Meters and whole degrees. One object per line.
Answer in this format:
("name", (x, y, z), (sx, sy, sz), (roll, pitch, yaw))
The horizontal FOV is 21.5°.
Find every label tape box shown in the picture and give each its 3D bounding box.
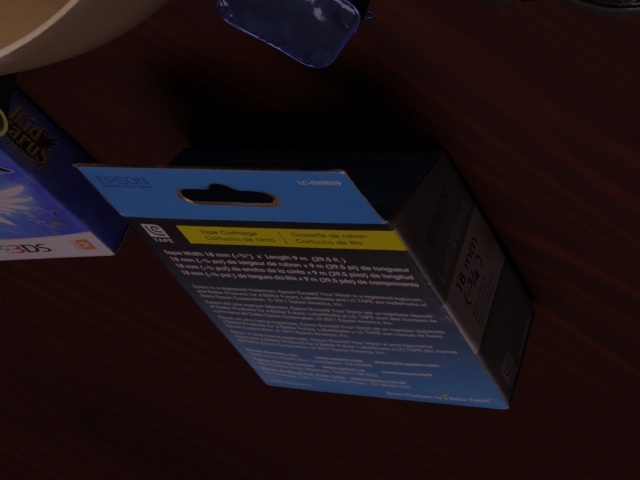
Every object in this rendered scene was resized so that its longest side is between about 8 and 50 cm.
("label tape box", (0.000, 0.000, 1.321), (0.240, 0.106, 0.334), (3, 147, 30))

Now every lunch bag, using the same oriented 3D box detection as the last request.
("lunch bag", (-0.010, -0.163, 1.075), (0.098, 0.065, 0.067), (28, 137, -13))

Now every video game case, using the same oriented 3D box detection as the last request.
("video game case", (-0.333, -0.077, 1.460), (0.244, 0.061, 0.269), (-4, 144, 37))

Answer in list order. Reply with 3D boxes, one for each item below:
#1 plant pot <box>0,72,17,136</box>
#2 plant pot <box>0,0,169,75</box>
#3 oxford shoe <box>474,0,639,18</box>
("plant pot", (-0.261, -0.133, 1.285), (0.083, 0.079, 0.083), (17, 153, 9))
("plant pot", (-0.149, -0.219, 0.894), (0.284, 0.284, 0.191), (7, -178, 25))
("oxford shoe", (0.148, -0.178, 0.918), (0.227, 0.083, 0.096), (5, 146, 27))
